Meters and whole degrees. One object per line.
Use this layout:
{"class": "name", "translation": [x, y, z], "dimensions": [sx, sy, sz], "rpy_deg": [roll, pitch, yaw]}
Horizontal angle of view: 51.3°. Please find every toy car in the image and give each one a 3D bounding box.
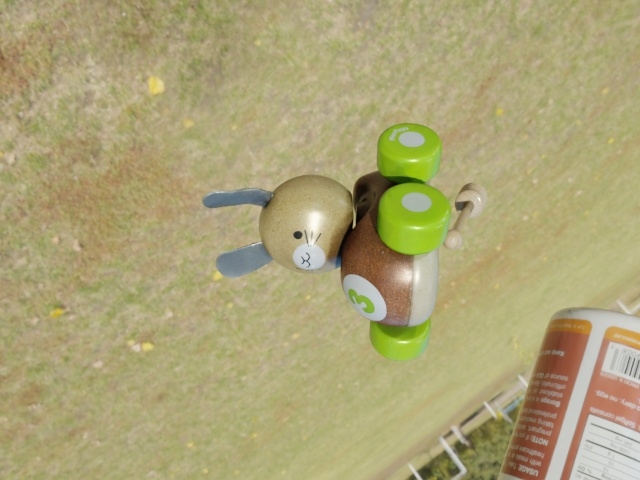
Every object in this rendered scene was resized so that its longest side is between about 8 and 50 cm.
{"class": "toy car", "translation": [0.000, 0.000, 0.547], "dimensions": [0.188, 0.149, 0.155], "rpy_deg": [2, 134, 3]}

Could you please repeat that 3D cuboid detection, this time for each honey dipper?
{"class": "honey dipper", "translation": [0.136, -0.021, 0.630], "dimensions": [0.030, 0.030, 0.161], "rpy_deg": [-48, 179, 27]}

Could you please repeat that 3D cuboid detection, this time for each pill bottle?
{"class": "pill bottle", "translation": [0.211, 0.172, 0.526], "dimensions": [0.121, 0.121, 0.216], "rpy_deg": [65, 47, -70]}
